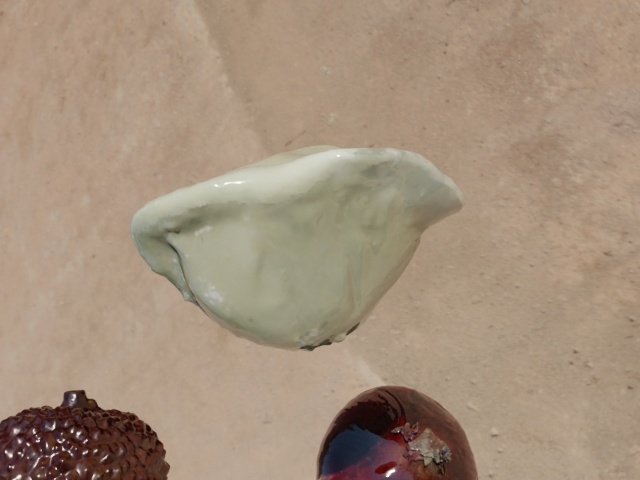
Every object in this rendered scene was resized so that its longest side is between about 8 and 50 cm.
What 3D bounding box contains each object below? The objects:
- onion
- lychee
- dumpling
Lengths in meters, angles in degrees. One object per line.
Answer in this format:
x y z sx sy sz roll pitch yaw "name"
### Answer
0.167 0.445 1.235 0.347 0.348 0.285 62 150 27 "onion"
-0.157 0.165 0.399 0.123 0.123 0.129 -42 63 33 "lychee"
0.000 0.000 0.590 0.243 0.318 0.187 -32 66 45 "dumpling"
